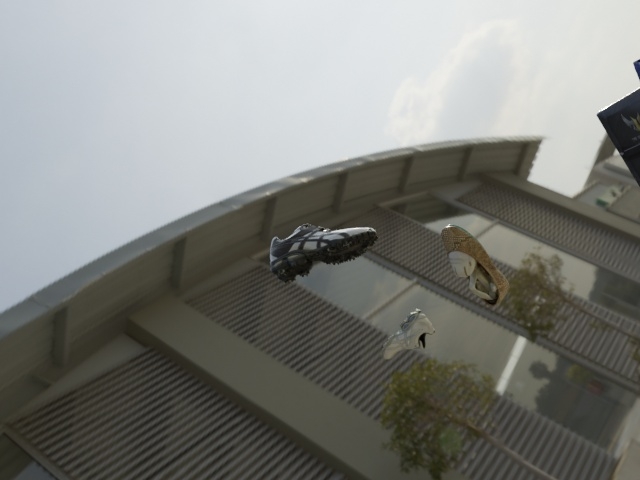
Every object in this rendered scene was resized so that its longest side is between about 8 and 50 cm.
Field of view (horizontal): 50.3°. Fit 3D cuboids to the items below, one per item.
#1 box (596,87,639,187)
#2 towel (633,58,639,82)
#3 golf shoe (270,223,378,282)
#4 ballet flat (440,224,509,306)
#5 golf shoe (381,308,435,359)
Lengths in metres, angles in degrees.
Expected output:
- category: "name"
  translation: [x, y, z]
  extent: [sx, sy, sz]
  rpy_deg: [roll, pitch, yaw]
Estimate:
- category: "box"
  translation: [0.342, -0.070, 0.537]
  extent: [0.056, 0.183, 0.231]
  rpy_deg: [-28, -4, -11]
- category: "towel"
  translation: [0.549, -0.135, 0.870]
  extent: [0.040, 0.336, 0.243]
  rpy_deg: [-29, -73, -3]
- category: "golf shoe"
  translation: [0.000, 0.000, 1.211]
  extent: [0.198, 0.093, 0.077]
  rpy_deg: [-18, -33, 3]
- category: "ballet flat"
  translation: [0.291, 0.055, 1.289]
  extent: [0.206, 0.073, 0.067]
  rpy_deg: [42, -122, -26]
- category: "golf shoe"
  translation: [0.223, 0.261, 1.747]
  extent: [0.069, 0.086, 0.176]
  rpy_deg: [-26, -26, -53]
